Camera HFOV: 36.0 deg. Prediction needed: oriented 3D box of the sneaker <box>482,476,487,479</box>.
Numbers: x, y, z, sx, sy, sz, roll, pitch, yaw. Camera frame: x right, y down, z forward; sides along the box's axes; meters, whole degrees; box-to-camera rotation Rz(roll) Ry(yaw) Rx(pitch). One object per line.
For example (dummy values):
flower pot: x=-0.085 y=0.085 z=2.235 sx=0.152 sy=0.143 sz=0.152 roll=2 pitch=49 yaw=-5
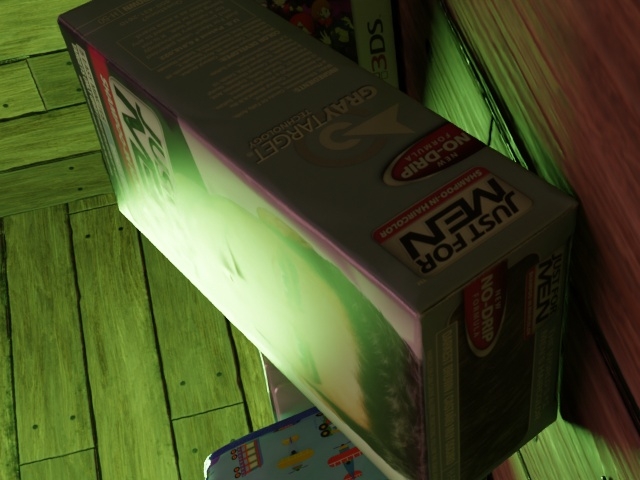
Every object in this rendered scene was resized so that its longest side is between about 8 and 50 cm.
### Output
sneaker: x=0.117 y=0.220 z=0.879 sx=0.073 sy=0.064 sz=0.162 roll=-116 pitch=13 yaw=-82

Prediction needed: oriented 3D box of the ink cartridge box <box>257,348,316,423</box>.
ink cartridge box: x=0.004 y=0.139 z=1.288 sx=0.232 sy=0.171 sz=0.168 roll=-110 pitch=9 yaw=-58

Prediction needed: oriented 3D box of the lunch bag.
lunch bag: x=-0.006 y=0.296 z=1.109 sx=0.221 sy=0.293 sz=0.138 roll=-110 pitch=9 yaw=-55

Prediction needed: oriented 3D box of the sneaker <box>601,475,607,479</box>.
sneaker: x=0.146 y=0.204 z=0.599 sx=0.170 sy=0.051 sz=0.089 roll=101 pitch=156 yaw=-67

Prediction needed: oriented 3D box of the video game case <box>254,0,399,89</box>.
video game case: x=-0.050 y=-0.132 z=0.826 sx=0.041 sy=0.232 sz=0.210 roll=-100 pitch=1 yaw=-55

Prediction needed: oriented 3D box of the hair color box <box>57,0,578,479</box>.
hair color box: x=-0.017 y=-0.021 z=0.640 sx=0.374 sy=0.114 sz=0.185 roll=39 pitch=151 yaw=38
